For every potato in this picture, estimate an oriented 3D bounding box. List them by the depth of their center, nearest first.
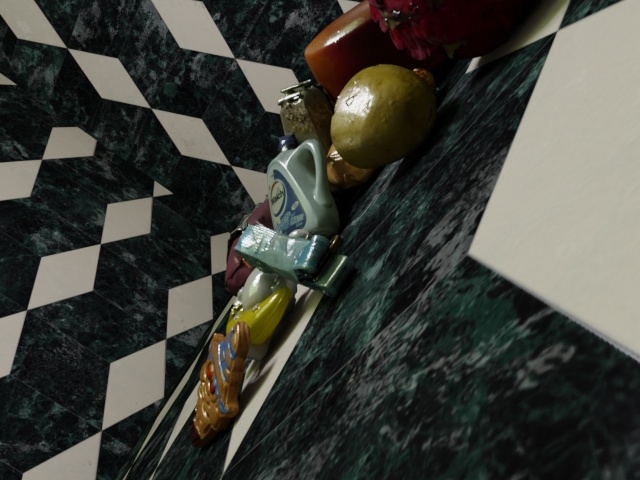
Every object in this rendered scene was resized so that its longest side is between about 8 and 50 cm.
[{"bbox_3d":[0.135,-0.227,0.954,0.203,0.178,0.158,-42,20,-17],"label":"potato"}]

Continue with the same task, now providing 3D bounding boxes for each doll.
[{"bbox_3d":[-0.108,0.123,1.058,0.237,0.111,0.252,-46,17,51],"label":"doll"}]

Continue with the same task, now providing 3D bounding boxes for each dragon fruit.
[{"bbox_3d":[0.220,-0.459,0.865,0.329,0.329,0.329,-53,8,10],"label":"dragon fruit"}]

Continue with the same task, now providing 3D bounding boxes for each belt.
[{"bbox_3d":[-0.056,0.028,0.903,0.072,0.087,0.302,-52,30,-17],"label":"belt"}]

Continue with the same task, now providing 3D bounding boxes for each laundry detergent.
[{"bbox_3d":[-0.047,-0.130,1.243,0.215,0.105,0.281,-28,65,54],"label":"laundry detergent"}]

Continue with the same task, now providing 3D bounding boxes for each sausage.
[{"bbox_3d":[0.090,-0.218,1.262,0.136,0.120,0.241,-26,34,50],"label":"sausage"}]

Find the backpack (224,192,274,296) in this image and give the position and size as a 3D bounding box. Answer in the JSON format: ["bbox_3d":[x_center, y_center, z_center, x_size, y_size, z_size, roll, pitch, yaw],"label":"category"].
[{"bbox_3d":[-0.173,0.026,1.546,0.317,0.197,0.283,-50,10,35],"label":"backpack"}]

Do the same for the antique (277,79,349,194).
[{"bbox_3d":[-0.012,-0.261,1.352,0.150,0.284,0.125,-7,23,32],"label":"antique"}]

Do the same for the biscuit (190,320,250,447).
[{"bbox_3d":[-0.189,0.265,0.963,0.280,0.043,0.183,-63,28,19],"label":"biscuit"}]

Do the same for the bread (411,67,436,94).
[{"bbox_3d":[0.181,-0.284,1.142,0.193,0.063,0.193,-60,14,25],"label":"bread"}]

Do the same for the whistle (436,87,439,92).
[{"bbox_3d":[0.223,-0.326,1.266,0.039,0.039,0.186,-57,8,-17],"label":"whistle"}]

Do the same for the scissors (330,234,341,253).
[{"bbox_3d":[-0.009,0.045,1.149,0.088,0.017,0.220,-61,9,-19],"label":"scissors"}]

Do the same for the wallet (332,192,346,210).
[{"bbox_3d":[0.008,-0.069,1.426,0.182,0.049,0.229,-54,5,29],"label":"wallet"}]

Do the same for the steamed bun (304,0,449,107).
[{"bbox_3d":[0.149,-0.472,1.310,0.379,0.235,0.248,-23,24,24],"label":"steamed bun"}]
